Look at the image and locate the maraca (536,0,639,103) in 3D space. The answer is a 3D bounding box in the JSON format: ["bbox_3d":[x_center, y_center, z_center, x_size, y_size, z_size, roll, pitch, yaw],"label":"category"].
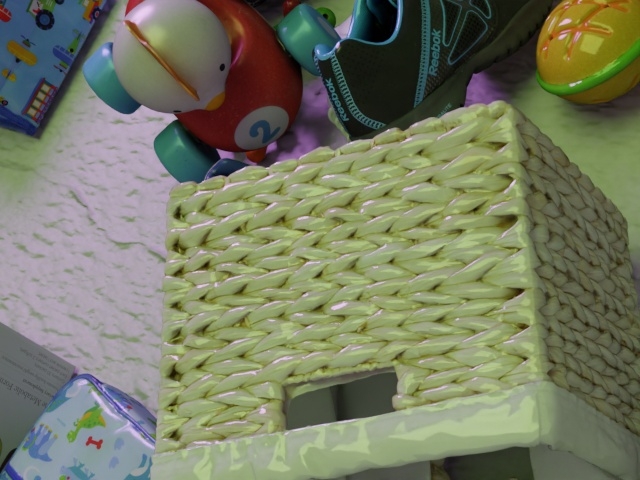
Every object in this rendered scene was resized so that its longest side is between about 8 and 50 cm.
[{"bbox_3d":[0.259,-0.193,1.522,0.127,0.099,0.186,-27,26,17],"label":"maraca"}]

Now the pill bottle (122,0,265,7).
[{"bbox_3d":[-0.078,-0.363,1.793,0.323,0.181,0.181,-28,51,19],"label":"pill bottle"}]

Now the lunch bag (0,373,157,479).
[{"bbox_3d":[-0.216,0.251,1.585,0.176,0.090,0.219,-52,47,0],"label":"lunch bag"}]

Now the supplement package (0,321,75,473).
[{"bbox_3d":[-0.393,0.206,1.697,0.134,0.139,0.244,11,72,39],"label":"supplement package"}]

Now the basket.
[{"bbox_3d":[0.074,0.087,1.283,0.328,0.331,0.266,-13,70,24],"label":"basket"}]

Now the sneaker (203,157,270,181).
[{"bbox_3d":[0.000,0.000,1.557,0.296,0.131,0.112,16,72,38],"label":"sneaker"}]

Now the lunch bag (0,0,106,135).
[{"bbox_3d":[-0.428,-0.270,2.035,0.293,0.138,0.221,12,71,51],"label":"lunch bag"}]

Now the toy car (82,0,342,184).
[{"bbox_3d":[-0.122,-0.167,1.560,0.219,0.210,0.238,-41,4,15],"label":"toy car"}]

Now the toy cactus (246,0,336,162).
[{"bbox_3d":[-0.084,-0.185,1.757,0.219,0.112,0.180,-55,37,7],"label":"toy cactus"}]

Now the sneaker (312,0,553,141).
[{"bbox_3d":[0.118,-0.220,1.549,0.125,0.140,0.341,-13,31,45],"label":"sneaker"}]

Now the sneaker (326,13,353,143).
[{"bbox_3d":[0.056,-0.131,1.638,0.091,0.094,0.258,-33,43,39],"label":"sneaker"}]
